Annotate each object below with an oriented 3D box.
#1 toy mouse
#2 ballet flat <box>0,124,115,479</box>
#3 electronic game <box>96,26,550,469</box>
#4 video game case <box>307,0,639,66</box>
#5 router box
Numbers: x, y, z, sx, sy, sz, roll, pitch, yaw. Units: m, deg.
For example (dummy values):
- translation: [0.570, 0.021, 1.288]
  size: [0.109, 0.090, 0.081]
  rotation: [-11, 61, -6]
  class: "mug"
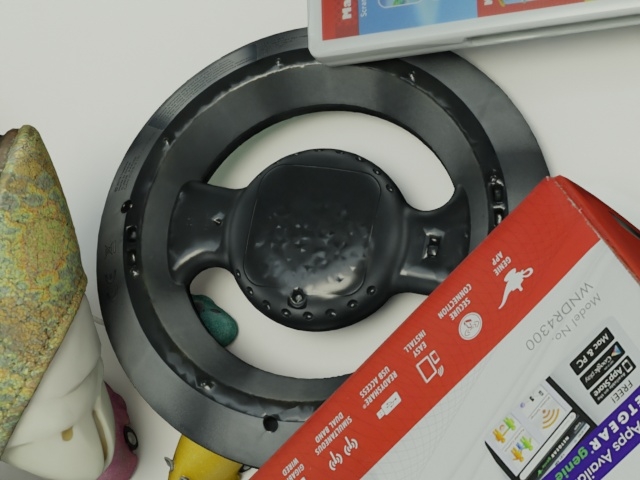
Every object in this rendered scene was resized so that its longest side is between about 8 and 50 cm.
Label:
- translation: [-0.095, 0.075, 0.727]
  size: [0.161, 0.031, 0.143]
  rotation: [-44, 66, 8]
  class: "toy mouse"
- translation: [-0.163, 0.115, 0.679]
  size: [0.123, 0.123, 0.348]
  rotation: [32, 106, 26]
  class: "ballet flat"
- translation: [0.000, 0.000, 0.689]
  size: [0.229, 0.048, 0.229]
  rotation: [-4, 72, 13]
  class: "electronic game"
- translation: [0.128, -0.197, 0.651]
  size: [0.285, 0.025, 0.204]
  rotation: [-5, 79, 20]
  class: "video game case"
- translation: [0.060, 0.191, 0.522]
  size: [0.335, 0.082, 0.301]
  rotation: [-47, 41, 16]
  class: "router box"
